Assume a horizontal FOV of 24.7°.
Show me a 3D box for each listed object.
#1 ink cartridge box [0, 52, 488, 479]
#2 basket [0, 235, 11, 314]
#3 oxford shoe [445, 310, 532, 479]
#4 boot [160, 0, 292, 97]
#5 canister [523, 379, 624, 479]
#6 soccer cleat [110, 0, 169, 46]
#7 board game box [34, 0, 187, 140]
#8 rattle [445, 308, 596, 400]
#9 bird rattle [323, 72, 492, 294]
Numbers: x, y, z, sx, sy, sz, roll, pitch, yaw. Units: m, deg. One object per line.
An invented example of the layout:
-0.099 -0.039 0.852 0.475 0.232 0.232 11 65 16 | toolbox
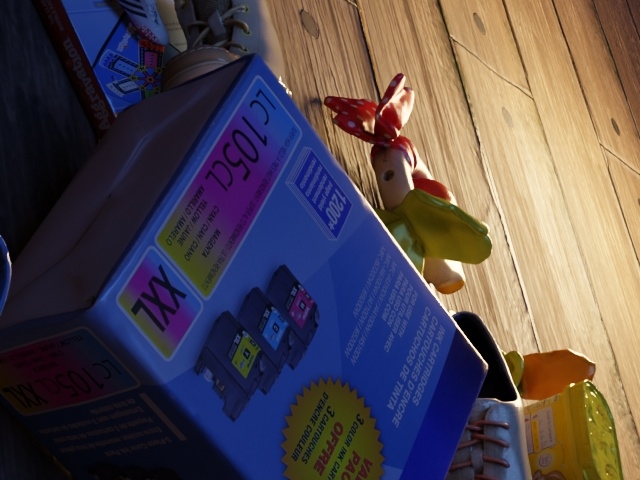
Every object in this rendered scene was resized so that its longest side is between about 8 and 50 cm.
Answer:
-0.034 0.107 1.066 0.395 0.151 0.270 53 43 -27 | ink cartridge box
-0.263 0.087 0.610 0.254 0.201 0.289 34 71 -49 | basket
0.123 0.221 1.282 0.397 0.140 0.147 -96 -175 -55 | oxford shoe
-0.085 -0.167 1.232 0.262 0.095 0.204 37 38 -70 | boot
0.208 0.225 1.459 0.073 0.170 0.126 44 33 -37 | canister
-0.151 -0.200 1.243 0.083 0.035 0.029 50 29 -28 | soccer cleat
-0.145 -0.174 1.306 0.145 0.027 0.281 64 25 1 | board game box
0.182 0.116 1.554 0.200 0.142 0.130 56 45 -31 | rattle
0.089 -0.045 1.586 0.207 0.143 0.254 51 14 -52 | bird rattle
